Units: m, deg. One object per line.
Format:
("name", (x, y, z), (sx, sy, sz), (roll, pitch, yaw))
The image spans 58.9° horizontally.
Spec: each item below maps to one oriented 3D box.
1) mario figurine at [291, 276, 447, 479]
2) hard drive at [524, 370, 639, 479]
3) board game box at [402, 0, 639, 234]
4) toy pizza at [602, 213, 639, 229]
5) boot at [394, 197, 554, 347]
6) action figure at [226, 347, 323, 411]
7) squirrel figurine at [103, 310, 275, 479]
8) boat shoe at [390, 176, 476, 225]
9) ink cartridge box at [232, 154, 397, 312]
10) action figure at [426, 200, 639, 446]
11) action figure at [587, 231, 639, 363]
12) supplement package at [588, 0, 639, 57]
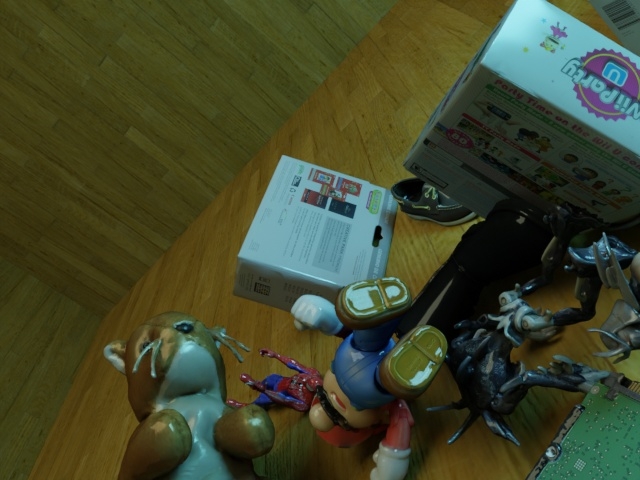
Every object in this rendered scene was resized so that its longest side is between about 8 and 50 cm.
("mario figurine", (0.039, 0.184, 0.694), (0.320, 0.170, 0.198), (99, 176, -57))
("hard drive", (0.223, 0.283, 0.418), (0.339, 0.064, 0.237), (-54, 22, -5))
("board game box", (0.241, -0.108, 0.650), (0.097, 0.224, 0.303), (-58, 0, -11))
("toy pizza", (0.383, -0.103, 0.661), (0.201, 0.032, 0.201), (-59, 0, 0))
("boot", (0.193, 0.065, 0.729), (0.207, 0.094, 0.246), (-53, -1, -9))
("action figure", (-0.103, 0.254, 1.026), (0.280, 0.139, 0.091), (-21, 38, 48))
("squirrel figurine", (-0.201, 0.307, 0.824), (0.370, 0.281, 0.397), (66, 154, 26))
("boat shoe", (0.206, -0.078, 1.021), (0.081, 0.069, 0.228), (-57, 22, -13))
("ink cartridge box", (0.000, 0.000, 1.161), (0.130, 0.272, 0.309), (106, -179, -47))
("action figure", (0.228, 0.106, 0.600), (0.275, 0.141, 0.164), (-64, 24, 23))
("action figure", (0.348, 0.026, 0.443), (0.285, 0.185, 0.099), (-31, 23, 20))
("supplement package", (0.518, -0.429, 0.783), (0.198, 0.199, 0.262), (-12, 44, 59))
